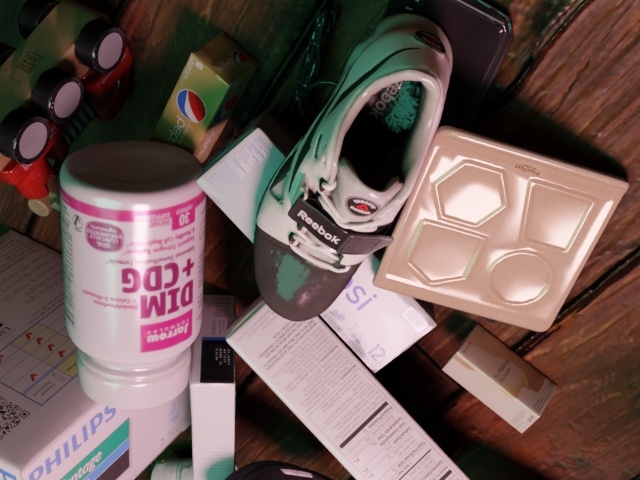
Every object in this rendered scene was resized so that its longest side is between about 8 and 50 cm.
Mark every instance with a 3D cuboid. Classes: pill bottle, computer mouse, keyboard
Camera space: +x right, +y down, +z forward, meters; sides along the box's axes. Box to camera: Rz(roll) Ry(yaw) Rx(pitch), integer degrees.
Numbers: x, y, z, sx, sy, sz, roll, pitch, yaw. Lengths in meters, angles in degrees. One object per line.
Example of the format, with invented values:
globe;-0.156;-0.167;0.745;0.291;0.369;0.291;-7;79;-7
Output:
pill bottle;-0.215;0.042;1.201;0.160;0.160;0.283;19;121;25
computer mouse;-0.055;0.344;1.426;0.184;0.262;0.060;-38;53;48
keyboard;0.056;-0.146;1.072;0.201;0.033;0.317;30;135;6

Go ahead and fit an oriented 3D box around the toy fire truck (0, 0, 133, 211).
toy fire truck;-0.295;-0.129;1.244;0.158;0.217;0.246;25;156;20

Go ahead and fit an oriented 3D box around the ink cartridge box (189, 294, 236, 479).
ink cartridge box;-0.147;0.249;1.434;0.065;0.165;0.333;1;131;-6

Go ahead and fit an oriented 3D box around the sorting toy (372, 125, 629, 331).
sorting toy;0.172;-0.009;1.025;0.193;0.038;0.208;16;127;-8

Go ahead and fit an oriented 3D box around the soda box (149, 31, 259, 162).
soda box;-0.139;-0.150;1.196;0.058;0.061;0.181;41;137;4

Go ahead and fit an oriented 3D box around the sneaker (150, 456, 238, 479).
sneaker;-0.173;0.472;1.675;0.169;0.108;0.293;-6;108;42

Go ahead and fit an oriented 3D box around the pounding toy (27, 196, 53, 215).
pounding toy;-0.415;-0.135;1.404;0.181;0.094;0.206;-17;119;39

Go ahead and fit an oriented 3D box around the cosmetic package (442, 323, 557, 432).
cosmetic package;0.201;0.154;1.169;0.115;0.060;0.041;37;136;6

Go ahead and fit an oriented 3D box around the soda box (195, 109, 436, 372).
soda box;0.000;0.000;1.118;0.091;0.098;0.286;-40;102;14

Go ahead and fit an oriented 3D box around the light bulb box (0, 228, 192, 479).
light bulb box;-0.421;0.212;1.470;0.361;0.358;0.225;24;130;22

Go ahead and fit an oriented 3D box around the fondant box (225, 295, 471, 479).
fondant box;0.031;0.197;1.220;0.330;0.096;0.238;48;175;-2

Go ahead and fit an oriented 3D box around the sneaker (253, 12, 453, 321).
sneaker;0.019;-0.045;0.971;0.122;0.146;0.330;21;115;-7
